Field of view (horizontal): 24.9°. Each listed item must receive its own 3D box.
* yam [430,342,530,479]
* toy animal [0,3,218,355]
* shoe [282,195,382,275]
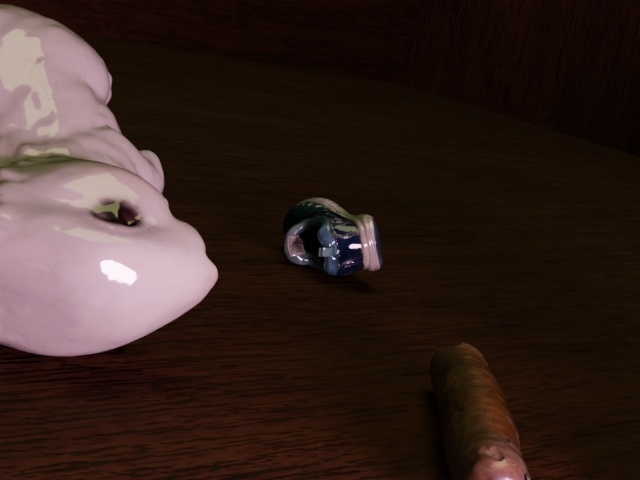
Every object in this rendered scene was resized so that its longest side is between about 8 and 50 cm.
[{"bbox_3d":[0.096,0.112,0.894,0.046,0.046,0.264,14,9,-2],"label":"yam"},{"bbox_3d":[-0.210,-0.040,0.977,0.258,0.193,0.357,20,15,-26],"label":"toy animal"},{"bbox_3d":[0.000,0.000,1.332,0.071,0.063,0.143,-12,16,-25],"label":"shoe"}]
